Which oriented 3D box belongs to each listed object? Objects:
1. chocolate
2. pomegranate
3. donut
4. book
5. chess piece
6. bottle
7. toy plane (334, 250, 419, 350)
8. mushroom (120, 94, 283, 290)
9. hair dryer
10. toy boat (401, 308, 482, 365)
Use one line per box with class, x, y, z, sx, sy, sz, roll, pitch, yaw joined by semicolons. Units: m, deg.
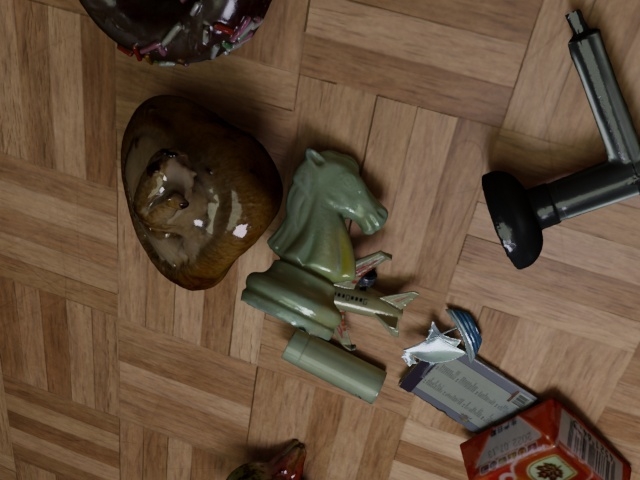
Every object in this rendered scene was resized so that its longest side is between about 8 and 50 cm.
chocolate;0.424;0.441;1.383;0.237;0.108;0.234;41;124;-17
pomegranate;-0.101;0.563;1.643;0.214;0.214;0.248;30;89;0
donut;-0.213;-0.389;1.096;0.345;0.136;0.259;-21;109;32
book;0.285;0.288;1.406;0.231;0.026;0.157;33;124;-2
chess piece;0.000;0.000;1.209;0.175;0.176;0.298;22;84;6
bottle;0.027;0.247;1.444;0.201;0.072;0.072;26;126;3
toy plane;0.039;0.095;1.325;0.256;0.104;0.242;24;129;5
mushroom;-0.231;-0.078;1.194;0.345;0.259;0.346;17;114;41
hair dryer;0.363;-0.154;1.074;0.320;0.155;0.284;-31;86;20
toy boat;0.229;0.195;1.331;0.105;0.034;0.149;42;100;-2
